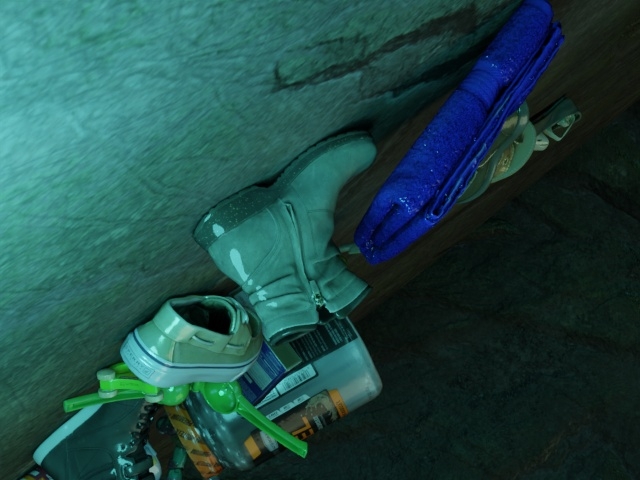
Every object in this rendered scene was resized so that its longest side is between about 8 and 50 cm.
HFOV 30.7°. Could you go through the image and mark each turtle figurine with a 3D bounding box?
[{"bbox_3d":[-0.232,0.342,2.113,0.175,0.234,0.118,-3,171,19],"label":"turtle figurine"}]

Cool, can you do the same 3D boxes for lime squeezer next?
[{"bbox_3d":[-0.168,0.213,1.504,0.059,0.310,0.110,109,-9,-48],"label":"lime squeezer"}]

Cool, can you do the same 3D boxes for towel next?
[{"bbox_3d":[0.162,-0.115,1.345,0.308,0.076,0.228,-52,176,-17],"label":"towel"}]

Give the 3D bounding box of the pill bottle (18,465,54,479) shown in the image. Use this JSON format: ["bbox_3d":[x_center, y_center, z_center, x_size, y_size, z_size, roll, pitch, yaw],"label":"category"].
[{"bbox_3d":[-0.380,0.361,1.769,0.152,0.086,0.086,-35,171,-36],"label":"pill bottle"}]

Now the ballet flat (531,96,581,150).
[{"bbox_3d":[0.458,-0.224,2.389,0.213,0.068,0.072,-35,171,-27],"label":"ballet flat"}]

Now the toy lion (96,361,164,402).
[{"bbox_3d":[-0.217,0.166,1.456,0.100,0.034,0.096,2,-162,14],"label":"toy lion"}]

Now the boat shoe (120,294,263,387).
[{"bbox_3d":[-0.134,0.117,1.456,0.094,0.109,0.302,-46,169,16],"label":"boat shoe"}]

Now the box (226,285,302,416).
[{"bbox_3d":[-0.114,0.166,1.704,0.036,0.136,0.225,-33,171,-33],"label":"box"}]

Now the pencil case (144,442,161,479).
[{"bbox_3d":[-0.406,0.444,2.028,0.273,0.113,0.124,-32,156,-41],"label":"pencil case"}]

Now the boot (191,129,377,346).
[{"bbox_3d":[0.000,0.000,1.192,0.246,0.161,0.083,-34,171,-33],"label":"boot"}]

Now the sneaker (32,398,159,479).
[{"bbox_3d":[-0.248,0.260,1.586,0.296,0.147,0.104,-43,170,16],"label":"sneaker"}]

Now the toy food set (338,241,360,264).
[{"bbox_3d":[-0.032,0.057,1.710,0.218,0.071,0.128,-49,-165,-12],"label":"toy food set"}]

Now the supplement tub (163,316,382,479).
[{"bbox_3d":[-0.084,0.249,1.966,0.338,0.207,0.207,-29,171,-5],"label":"supplement tub"}]

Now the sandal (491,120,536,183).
[{"bbox_3d":[0.291,-0.141,2.019,0.240,0.088,0.079,-32,177,-12],"label":"sandal"}]

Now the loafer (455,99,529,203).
[{"bbox_3d":[0.223,-0.143,1.755,0.087,0.094,0.251,-8,148,-25],"label":"loafer"}]
